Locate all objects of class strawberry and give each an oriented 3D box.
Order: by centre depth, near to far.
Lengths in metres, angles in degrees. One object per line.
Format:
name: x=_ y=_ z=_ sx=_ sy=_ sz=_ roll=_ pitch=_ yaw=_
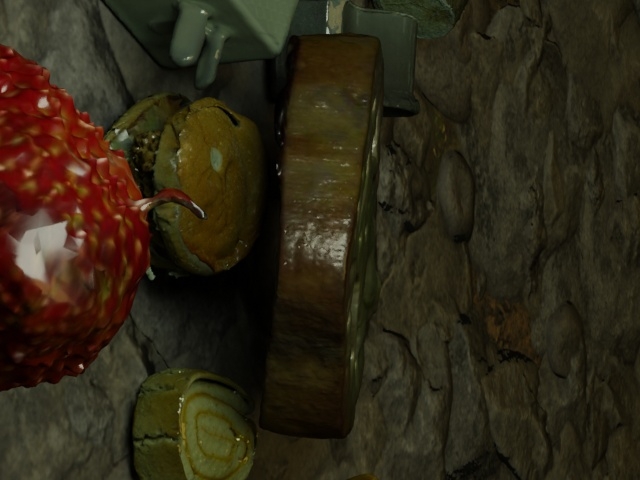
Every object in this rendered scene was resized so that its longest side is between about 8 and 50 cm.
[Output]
strawberry: x=-0.229 y=-0.011 z=1.363 sx=0.292 sy=0.343 sz=0.292 roll=-20 pitch=117 yaw=-44

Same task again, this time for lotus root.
lotus root: x=0.000 y=0.000 z=1.818 sx=0.375 sy=0.111 sz=0.390 roll=-59 pitch=155 yaw=-79

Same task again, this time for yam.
yam: x=0.131 y=-0.309 z=2.229 sx=0.107 sy=0.107 sz=0.183 roll=64 pitch=37 yaw=-35

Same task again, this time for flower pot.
flower pot: x=0.027 y=-0.190 z=2.037 sx=0.229 sy=0.103 sz=0.108 roll=2 pitch=87 yaw=-60

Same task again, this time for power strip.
power strip: x=-0.108 y=-0.238 z=1.777 sx=0.139 sy=0.140 sz=0.224 roll=50 pitch=48 yaw=-47

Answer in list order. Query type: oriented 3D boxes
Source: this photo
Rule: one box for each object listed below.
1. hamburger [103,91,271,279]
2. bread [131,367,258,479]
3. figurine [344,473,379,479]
hamburger: x=-0.133 y=-0.047 z=1.763 sx=0.177 sy=0.113 sz=0.185 roll=52 pitch=53 yaw=-53
bread: x=-0.117 y=0.180 z=1.810 sx=0.156 sy=0.064 sz=0.117 roll=27 pitch=69 yaw=-58
figurine: x=-0.027 y=0.306 z=1.834 sx=0.228 sy=0.215 sz=0.215 roll=-24 pitch=109 yaw=-46
